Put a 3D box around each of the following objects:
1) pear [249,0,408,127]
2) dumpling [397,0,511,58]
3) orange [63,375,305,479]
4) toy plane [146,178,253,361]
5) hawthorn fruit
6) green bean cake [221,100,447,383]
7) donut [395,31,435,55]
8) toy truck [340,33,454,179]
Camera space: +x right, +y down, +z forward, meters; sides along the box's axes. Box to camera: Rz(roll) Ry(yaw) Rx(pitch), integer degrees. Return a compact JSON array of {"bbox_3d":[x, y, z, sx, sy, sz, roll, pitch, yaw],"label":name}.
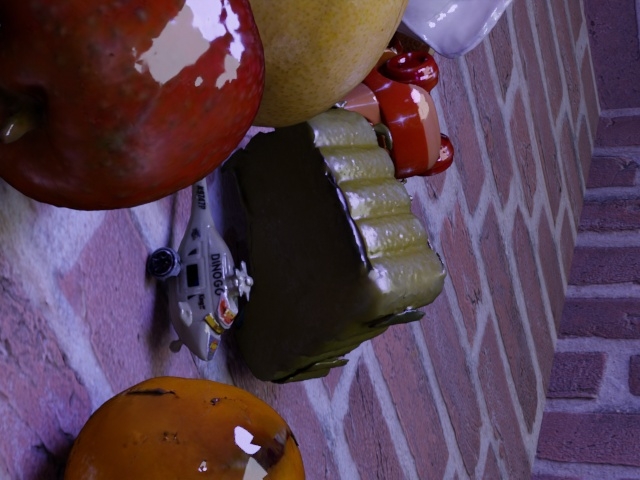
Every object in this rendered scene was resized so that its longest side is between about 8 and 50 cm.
[{"bbox_3d":[-0.053,-0.285,1.444,0.314,0.314,0.314,-1,90,-68],"label":"pear"},{"bbox_3d":[0.134,-0.467,1.871,0.315,0.395,0.233,-46,180,-4],"label":"dumpling"},{"bbox_3d":[-0.130,0.248,1.304,0.246,0.246,0.246,-1,90,-68],"label":"orange"},{"bbox_3d":[-0.133,-0.002,1.519,0.092,0.108,0.286,38,42,-61],"label":"toy plane"},{"bbox_3d":[-0.189,-0.151,1.162,0.299,0.275,0.275,-47,133,-48],"label":"hawthorn fruit"},{"bbox_3d":[0.000,0.000,1.685,0.202,0.285,0.310,-6,70,-45],"label":"green bean cake"},{"bbox_3d":[0.151,-0.367,2.262,0.217,0.085,0.141,8,81,-70],"label":"donut"},{"bbox_3d":[0.049,-0.170,1.909,0.265,0.239,0.189,-134,-154,-57],"label":"toy truck"}]
